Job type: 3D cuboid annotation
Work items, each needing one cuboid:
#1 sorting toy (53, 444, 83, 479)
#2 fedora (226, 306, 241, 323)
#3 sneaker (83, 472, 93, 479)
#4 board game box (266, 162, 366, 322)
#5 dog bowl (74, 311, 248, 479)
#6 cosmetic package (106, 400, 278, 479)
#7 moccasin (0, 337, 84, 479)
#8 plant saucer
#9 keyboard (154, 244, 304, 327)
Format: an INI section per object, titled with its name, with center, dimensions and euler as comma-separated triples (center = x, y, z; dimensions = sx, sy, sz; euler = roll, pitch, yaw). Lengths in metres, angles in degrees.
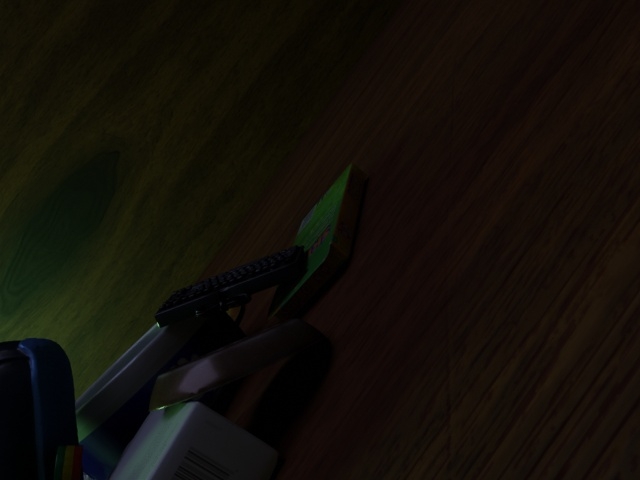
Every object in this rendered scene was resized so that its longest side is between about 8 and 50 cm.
[sorting toy]
center = -0.217, 0.313, 0.531
dimensions = 0.132, 0.046, 0.275
euler = 131, 141, -59
[fedora]
center = -0.215, 0.166, 1.077
dimensions = 0.194, 0.079, 0.194
euler = -51, 11, 14
[sneaker]
center = -0.354, 0.403, 0.934
dimensions = 0.215, 0.084, 0.083
euler = -58, 4, 43
[board game box]
center = 0.000, 0.000, 0.797
dimensions = 0.124, 0.039, 0.259
euler = -48, 9, 28
[dog bowl]
center = -0.219, 0.189, 0.823
dimensions = 0.265, 0.104, 0.265
euler = -42, 7, 6
[cosmetic package]
center = -0.128, 0.211, 0.548
dimensions = 0.117, 0.085, 0.231
euler = -58, 10, -23
[moccasin]
center = -0.321, 0.276, 0.658
dimensions = 0.138, 0.116, 0.342
euler = 75, -168, -83
[plant saucer]
center = -0.078, 0.107, 0.565
dimensions = 0.168, 0.029, 0.168
euler = -22, -6, -2
[keyboard]
center = -0.105, 0.053, 0.720
dimensions = 0.180, 0.023, 0.108
euler = -21, 19, 11
